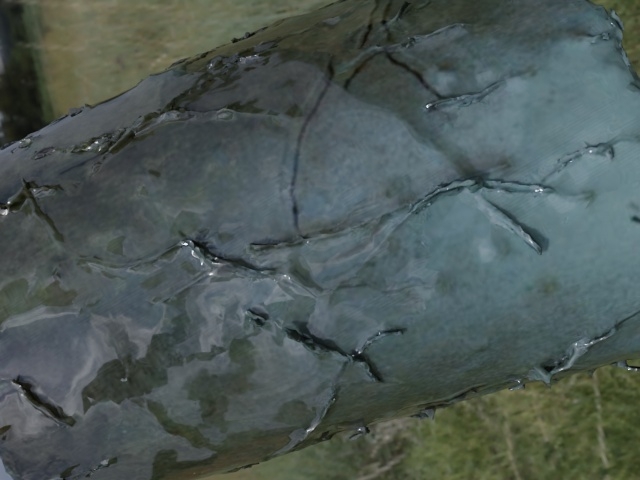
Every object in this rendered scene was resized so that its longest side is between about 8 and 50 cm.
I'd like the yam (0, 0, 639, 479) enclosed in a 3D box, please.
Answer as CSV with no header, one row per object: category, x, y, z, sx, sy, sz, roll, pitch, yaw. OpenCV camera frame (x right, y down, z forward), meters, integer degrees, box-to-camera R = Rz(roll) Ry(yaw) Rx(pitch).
yam,0.000,0.000,0.533,0.241,0.348,0.241,162,90,-89
